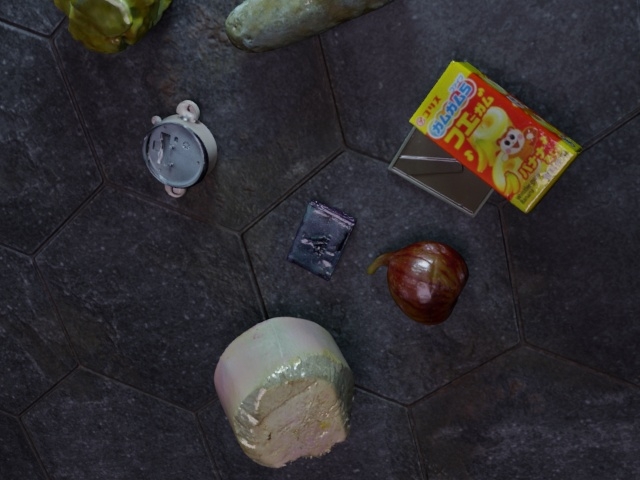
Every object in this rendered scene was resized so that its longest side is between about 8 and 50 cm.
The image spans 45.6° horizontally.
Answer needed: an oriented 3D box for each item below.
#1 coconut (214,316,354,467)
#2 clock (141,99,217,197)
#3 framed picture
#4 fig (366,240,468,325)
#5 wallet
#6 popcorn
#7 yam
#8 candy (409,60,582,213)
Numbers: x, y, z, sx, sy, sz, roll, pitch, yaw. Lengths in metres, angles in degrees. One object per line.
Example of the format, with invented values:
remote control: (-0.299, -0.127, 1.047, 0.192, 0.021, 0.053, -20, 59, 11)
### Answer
coconut: (-0.078, 0.324, 1.689, 0.298, 0.309, 0.297, -6, 112, -14)
clock: (-0.303, -0.188, 1.622, 0.156, 0.063, 0.229, 21, 120, 5)
framed picture: (0.255, -0.151, 1.499, 0.203, 0.015, 0.150, 30, 121, 0)
fig: (0.193, 0.068, 1.559, 0.207, 0.175, 0.175, 36, 123, 19)
wallet: (0.000, 0.000, 1.647, 0.111, 0.030, 0.165, 28, 120, 7)
popcorn: (-0.412, -0.484, 1.405, 0.277, 0.225, 0.276, 5, 116, 10)
yam: (-0.029, -0.432, 1.380, 0.330, 0.133, 0.133, -16, 111, 27)
candy: (0.314, -0.189, 1.370, 0.276, 0.088, 0.146, 42, 114, 13)
